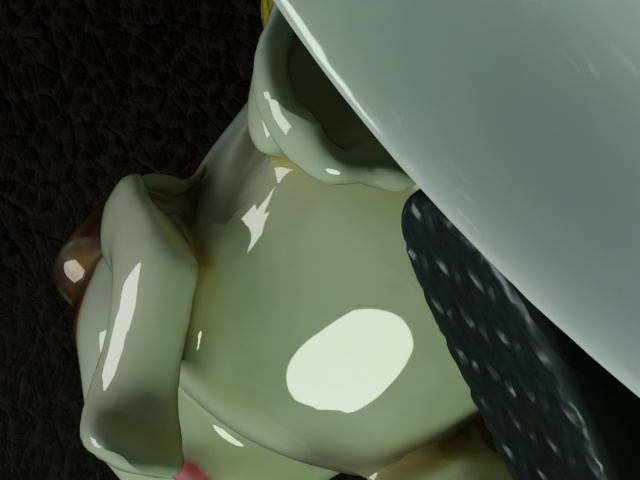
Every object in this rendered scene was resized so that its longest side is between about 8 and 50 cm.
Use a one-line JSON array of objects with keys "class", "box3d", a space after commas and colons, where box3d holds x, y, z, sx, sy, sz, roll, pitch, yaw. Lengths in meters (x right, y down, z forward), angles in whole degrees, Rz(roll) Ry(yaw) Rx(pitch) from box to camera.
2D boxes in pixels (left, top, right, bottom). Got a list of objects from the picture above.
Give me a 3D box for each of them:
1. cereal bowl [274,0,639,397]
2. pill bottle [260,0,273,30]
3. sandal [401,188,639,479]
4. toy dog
[{"class": "cereal bowl", "box3d": [0.127, -0.059, 0.399, 0.339, 0.141, 0.339, 41, 168, 11]}, {"class": "pill bottle", "box3d": [0.053, -0.190, 1.281, 0.334, 0.188, 0.188, -148, 45, -85]}, {"class": "sandal", "box3d": [0.172, 0.150, 0.677, 0.446, 0.107, 0.167, 65, 169, -25]}, {"class": "toy dog", "box3d": [0.000, 0.000, 0.924, 0.408, 0.284, 0.395, -43, 30, 42]}]
